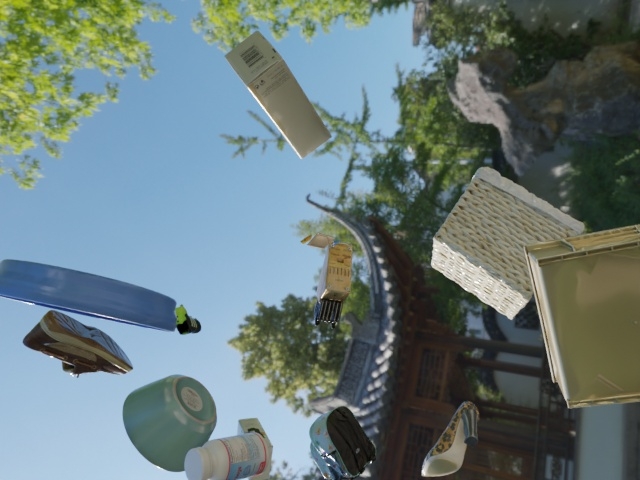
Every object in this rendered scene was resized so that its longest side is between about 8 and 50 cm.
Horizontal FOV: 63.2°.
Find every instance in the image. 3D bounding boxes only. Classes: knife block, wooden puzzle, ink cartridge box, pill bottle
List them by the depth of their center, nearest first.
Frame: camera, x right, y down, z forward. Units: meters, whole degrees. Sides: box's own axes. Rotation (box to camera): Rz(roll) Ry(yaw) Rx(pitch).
[{"bbox_3d":[-0.190,0.446,1.059,0.160,0.087,0.087,10,-95,-45],"label":"pill bottle"},{"bbox_3d":[0.000,0.000,1.640,0.116,0.079,0.014,20,-135,-38],"label":"wooden puzzle"},{"bbox_3d":[-0.223,0.695,1.732,0.073,0.175,0.127,2,-77,-26],"label":"ink cartridge box"},{"bbox_3d":[0.037,0.170,1.886,0.242,0.088,0.275,118,160,-58],"label":"knife block"}]

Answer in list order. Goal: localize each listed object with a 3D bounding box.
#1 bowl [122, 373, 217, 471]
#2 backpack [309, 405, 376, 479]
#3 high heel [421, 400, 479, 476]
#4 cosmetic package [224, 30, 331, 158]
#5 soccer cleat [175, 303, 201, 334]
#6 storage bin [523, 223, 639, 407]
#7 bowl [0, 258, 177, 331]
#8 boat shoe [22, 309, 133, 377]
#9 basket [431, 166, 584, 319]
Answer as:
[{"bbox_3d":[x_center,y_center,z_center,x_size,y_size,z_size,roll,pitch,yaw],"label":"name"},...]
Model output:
[{"bbox_3d":[-0.452,0.555,1.666,0.311,0.163,0.311,46,-168,-12],"label":"bowl"},{"bbox_3d":[0.054,0.599,1.547,0.166,0.144,0.188,-17,-101,-53],"label":"backpack"},{"bbox_3d":[0.419,0.641,1.681,0.261,0.093,0.186,-53,3,27],"label":"high heel"},{"bbox_3d":[-0.104,-0.374,1.368,0.160,0.113,0.309,56,-176,36],"label":"cosmetic package"},{"bbox_3d":[-0.399,0.253,1.544,0.179,0.060,0.072,75,180,-60],"label":"soccer cleat"},{"bbox_3d":[0.505,0.118,0.862,0.123,0.261,0.262,-29,-75,-72],"label":"storage bin"},{"bbox_3d":[-0.504,0.124,1.136,0.391,0.392,0.077,40,-122,-62],"label":"bowl"},{"bbox_3d":[-0.667,0.313,1.447,0.123,0.123,0.342,-43,-35,-6],"label":"boat shoe"},{"bbox_3d":[0.524,0.017,1.535,0.266,0.331,0.328,-50,-20,-8],"label":"basket"}]
